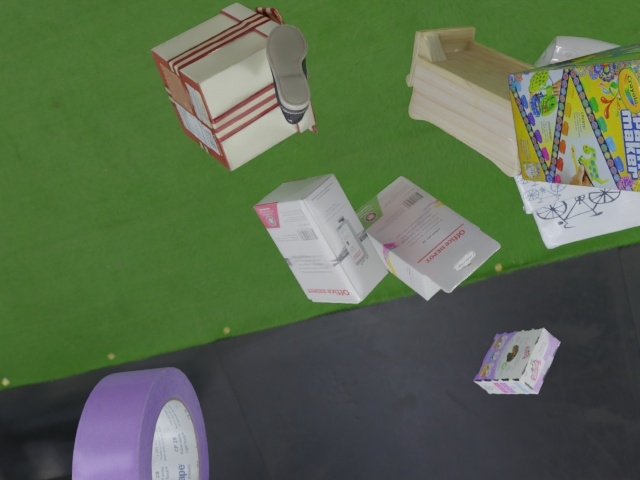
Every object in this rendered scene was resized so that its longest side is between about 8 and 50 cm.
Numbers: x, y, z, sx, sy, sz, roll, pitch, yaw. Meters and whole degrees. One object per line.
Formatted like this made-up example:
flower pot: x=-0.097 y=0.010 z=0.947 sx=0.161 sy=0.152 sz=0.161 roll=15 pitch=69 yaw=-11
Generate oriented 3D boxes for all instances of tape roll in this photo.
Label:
tape roll: x=-0.240 y=0.320 z=0.989 sx=0.090 sy=0.275 sz=0.274 roll=-7 pitch=108 yaw=7

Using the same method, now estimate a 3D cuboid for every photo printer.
photo printer: x=0.558 y=-0.316 z=1.443 sx=0.256 sy=0.307 sz=0.107 roll=17 pitch=90 yaw=4

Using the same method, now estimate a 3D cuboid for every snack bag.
snack bag: x=0.567 y=-0.110 z=1.419 sx=0.323 sy=0.037 sz=0.342 roll=-16 pitch=137 yaw=20

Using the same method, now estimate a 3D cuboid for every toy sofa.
toy sofa: x=0.328 y=-0.274 z=1.344 sx=0.150 sy=0.362 sz=0.177 roll=-15 pitch=126 yaw=-26

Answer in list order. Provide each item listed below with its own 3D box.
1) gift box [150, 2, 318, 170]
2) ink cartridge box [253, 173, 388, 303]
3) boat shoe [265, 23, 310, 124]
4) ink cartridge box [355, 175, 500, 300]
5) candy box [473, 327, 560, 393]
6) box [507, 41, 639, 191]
gift box: x=-0.152 y=-0.314 z=1.472 sx=0.258 sy=0.276 sz=0.255 roll=-35 pitch=142 yaw=-19
ink cartridge box: x=0.000 y=0.000 z=1.657 sx=0.207 sy=0.117 sz=0.283 roll=-4 pitch=122 yaw=52
boat shoe: x=-0.057 y=-0.294 z=1.244 sx=0.075 sy=0.206 sz=0.065 roll=-4 pitch=149 yaw=-8
ink cartridge box: x=0.267 y=0.008 z=1.820 sx=0.353 sy=0.207 sz=0.119 roll=40 pitch=159 yaw=34
candy box: x=0.525 y=0.326 z=1.892 sx=0.070 sy=0.164 sz=0.196 roll=39 pitch=156 yaw=-13
box: x=0.488 y=-0.197 z=1.040 sx=0.290 sy=0.279 sz=0.177 roll=-17 pitch=105 yaw=-19
